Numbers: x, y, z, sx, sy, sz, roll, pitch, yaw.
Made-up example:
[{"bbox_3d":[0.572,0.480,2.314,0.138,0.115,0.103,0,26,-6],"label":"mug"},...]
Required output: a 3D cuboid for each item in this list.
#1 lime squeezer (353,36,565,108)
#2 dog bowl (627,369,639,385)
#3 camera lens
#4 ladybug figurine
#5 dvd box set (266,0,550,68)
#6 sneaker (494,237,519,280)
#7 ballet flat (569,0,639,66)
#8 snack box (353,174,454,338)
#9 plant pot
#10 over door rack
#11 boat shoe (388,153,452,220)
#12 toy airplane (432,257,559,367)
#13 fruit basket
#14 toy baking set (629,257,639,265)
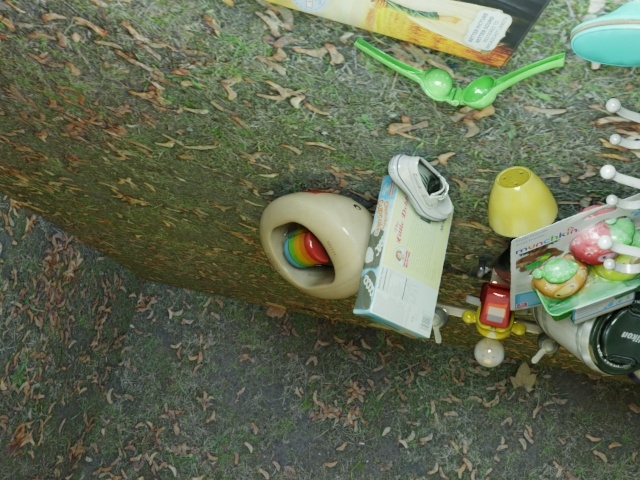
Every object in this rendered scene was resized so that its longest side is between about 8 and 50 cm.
[{"bbox_3d":[0.203,-0.246,1.089,0.310,0.059,0.110,11,164,18],"label":"lime squeezer"},{"bbox_3d":[0.887,0.258,1.809,0.265,0.265,0.104,12,166,11],"label":"dog bowl"},{"bbox_3d":[0.639,0.169,1.667,0.219,0.219,0.274,21,-170,-20],"label":"camera lens"},{"bbox_3d":[0.000,0.000,1.829,0.449,0.162,0.305,-9,115,59],"label":"ladybug figurine"},{"bbox_3d":[0.070,-0.351,0.836,0.420,0.062,0.307,16,164,-3],"label":"dvd box set"},{"bbox_3d":[0.484,0.029,1.703,0.135,0.098,0.276,20,162,-17],"label":"sneaker"},{"bbox_3d":[0.413,-0.248,0.815,0.247,0.087,0.083,14,161,46],"label":"ballet flat"},{"bbox_3d":[0.188,0.035,1.578,0.187,0.322,0.060,27,158,-34],"label":"snack box"},{"bbox_3d":[0.381,-0.085,1.382,0.134,0.134,0.095,4,137,34],"label":"plant pot"},{"bbox_3d":[0.459,-0.107,1.000,0.108,0.240,0.324,7,164,7],"label":"over door rack"},{"bbox_3d":[0.229,-0.104,1.503,0.075,0.083,0.226,2,159,42],"label":"boat shoe"},{"bbox_3d":[0.500,0.236,2.078,0.384,0.272,0.386,24,162,-30],"label":"toy airplane"},{"bbox_3d":[0.529,0.032,1.395,0.327,0.165,0.353,-20,155,3],"label":"fruit basket"},{"bbox_3d":[0.669,0.007,1.337,0.256,0.197,0.030,40,-163,-44],"label":"toy baking set"}]
